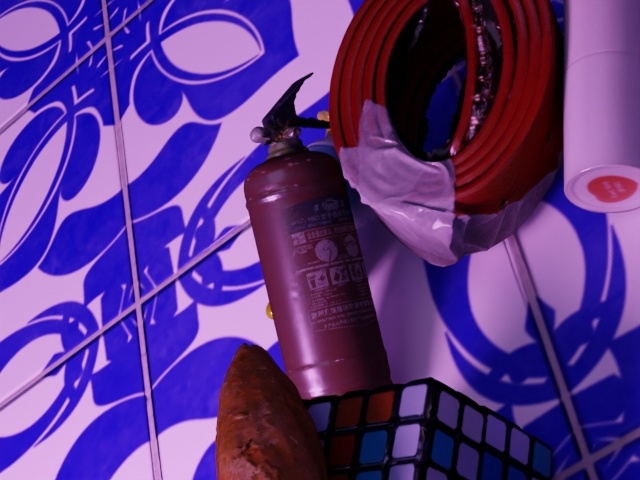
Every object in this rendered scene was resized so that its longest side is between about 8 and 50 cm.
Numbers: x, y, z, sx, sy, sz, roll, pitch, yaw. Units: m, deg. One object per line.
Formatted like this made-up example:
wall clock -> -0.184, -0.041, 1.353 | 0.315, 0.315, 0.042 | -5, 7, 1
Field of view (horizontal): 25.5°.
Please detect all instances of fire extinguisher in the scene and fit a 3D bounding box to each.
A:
fire extinguisher -> 0.000, 0.000, 1.400 | 0.102, 0.138, 0.344 | -19, 81, 49

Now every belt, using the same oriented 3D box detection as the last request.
belt -> 0.127, -0.132, 1.392 | 0.227, 0.115, 0.323 | 2, 65, 25

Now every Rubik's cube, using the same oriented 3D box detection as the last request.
Rubik's cube -> 0.071, 0.239, 1.207 | 0.182, 0.184, 0.187 | -15, 53, 41

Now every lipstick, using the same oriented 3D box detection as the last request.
lipstick -> 0.274, -0.187, 1.342 | 0.087, 0.087, 0.326 | -18, 54, 37

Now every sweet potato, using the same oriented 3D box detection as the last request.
sweet potato -> -0.041, 0.181, 1.156 | 0.097, 0.097, 0.251 | -39, 36, 21

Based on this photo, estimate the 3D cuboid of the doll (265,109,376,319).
doll -> 0.007, -0.022, 1.502 | 0.135, 0.099, 0.241 | 16, 72, 12
